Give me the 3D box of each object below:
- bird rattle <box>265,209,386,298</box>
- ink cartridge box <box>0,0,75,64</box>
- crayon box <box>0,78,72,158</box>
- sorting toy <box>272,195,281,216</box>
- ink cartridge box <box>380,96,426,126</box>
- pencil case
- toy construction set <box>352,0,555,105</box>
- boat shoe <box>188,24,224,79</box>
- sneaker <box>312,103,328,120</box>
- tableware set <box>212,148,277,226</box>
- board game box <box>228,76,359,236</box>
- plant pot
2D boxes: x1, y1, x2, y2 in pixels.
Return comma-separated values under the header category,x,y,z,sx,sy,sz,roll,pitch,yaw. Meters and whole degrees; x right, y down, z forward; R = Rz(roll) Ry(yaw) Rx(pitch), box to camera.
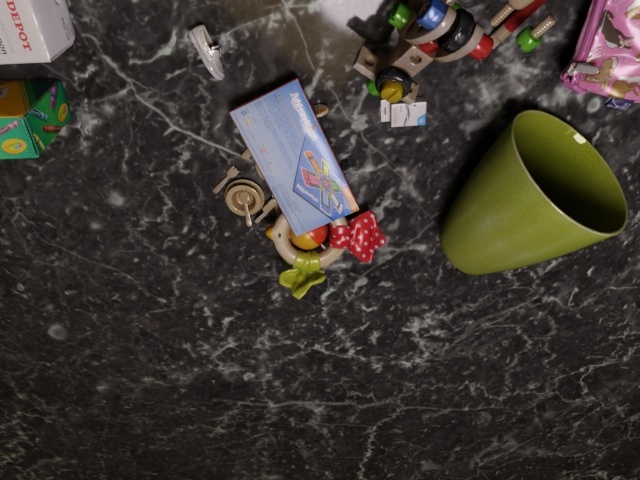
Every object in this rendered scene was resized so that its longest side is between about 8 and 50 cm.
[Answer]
category,x,y,z,sx,sy,sz,roll,pitch,yaw
bird rattle,0.000,0.000,1.159,0.253,0.143,0.207,-33,116,20
ink cartridge box,-0.575,-0.394,0.851,0.283,0.117,0.207,-3,127,1
crayon box,-0.618,-0.216,0.959,0.278,0.165,0.081,-1,128,0
sorting toy,-0.060,-0.081,1.169,0.083,0.012,0.062,-5,124,7
ink cartridge box,0.159,-0.246,1.033,0.083,0.028,0.048,-4,128,3
pencil case,0.506,-0.410,0.834,0.160,0.167,0.386,22,132,23
toy construction set,0.193,-0.342,0.878,0.308,0.257,0.237,-1,159,-29
boat shoe,-0.194,-0.335,0.957,0.035,0.035,0.100,-20,119,17
sneaker,-0.018,-0.234,1.045,0.083,0.032,0.037,-23,141,19
tableware set,-0.127,-0.117,1.116,0.128,0.039,0.194,36,119,-19
board game box,-0.046,-0.154,1.042,0.145,0.027,0.281,-22,113,12
plant pot,0.382,-0.056,1.065,0.274,0.275,0.293,22,141,-17
